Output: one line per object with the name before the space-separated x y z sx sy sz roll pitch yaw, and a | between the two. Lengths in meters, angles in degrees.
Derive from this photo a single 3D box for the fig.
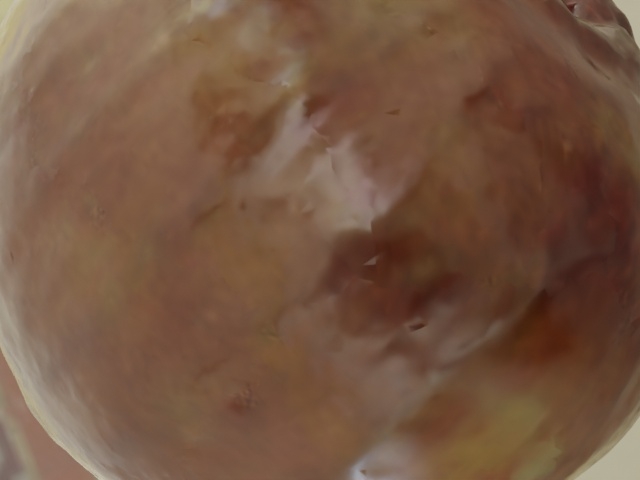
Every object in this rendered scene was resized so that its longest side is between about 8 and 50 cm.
fig | -0.001 -0.001 0.453 0.205 0.205 0.205 159 90 -82
